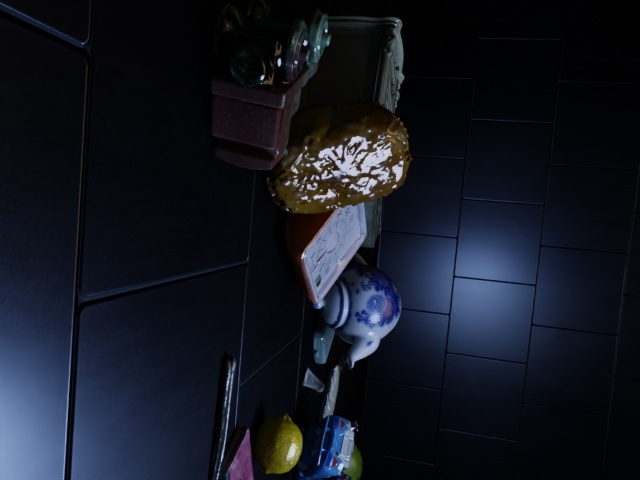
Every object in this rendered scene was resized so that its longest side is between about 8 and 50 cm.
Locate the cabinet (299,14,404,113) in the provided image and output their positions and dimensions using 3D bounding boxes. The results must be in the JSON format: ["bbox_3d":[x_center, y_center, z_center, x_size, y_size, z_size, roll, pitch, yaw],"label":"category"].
[{"bbox_3d":[0.083,-0.349,1.335,0.290,0.227,0.318,54,43,-73],"label":"cabinet"}]

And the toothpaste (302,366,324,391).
[{"bbox_3d":[-0.025,0.450,1.662,0.205,0.036,0.056,62,37,-62],"label":"toothpaste"}]

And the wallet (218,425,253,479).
[{"bbox_3d":[-0.165,0.497,1.053,0.119,0.025,0.232,-65,158,-58],"label":"wallet"}]

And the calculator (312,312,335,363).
[{"bbox_3d":[0.017,0.300,1.755,0.246,0.045,0.141,-68,159,-53],"label":"calculator"}]

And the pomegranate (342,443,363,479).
[{"bbox_3d":[0.040,0.794,1.829,0.247,0.202,0.202,-20,120,-43],"label":"pomegranate"}]

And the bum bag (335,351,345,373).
[{"bbox_3d":[0.083,0.516,2.187,0.124,0.034,0.058,-40,125,-74],"label":"bum bag"}]

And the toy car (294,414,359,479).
[{"bbox_3d":[-0.006,0.634,1.559,0.314,0.165,0.198,-52,-164,52],"label":"toy car"}]

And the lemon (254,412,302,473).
[{"bbox_3d":[-0.093,0.453,1.165,0.109,0.109,0.133,65,39,-67],"label":"lemon"}]

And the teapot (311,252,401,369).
[{"bbox_3d":[0.098,0.197,1.640,0.252,0.279,0.424,125,-37,-48],"label":"teapot"}]

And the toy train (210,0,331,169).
[{"bbox_3d":[-0.080,-0.267,0.856,0.304,0.150,0.222,-67,170,-58],"label":"toy train"}]

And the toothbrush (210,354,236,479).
[{"bbox_3d":[-0.175,0.354,0.933,0.030,0.030,0.298,169,-74,-76],"label":"toothbrush"}]

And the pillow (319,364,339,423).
[{"bbox_3d":[0.034,0.590,1.957,0.128,0.050,0.229,91,12,-56],"label":"pillow"}]

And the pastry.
[{"bbox_3d":[0.028,-0.178,1.089,0.255,0.310,0.162,94,-20,-49],"label":"pastry"}]

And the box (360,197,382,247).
[{"bbox_3d":[0.139,-0.109,1.875,0.149,0.155,0.232,-56,151,-65],"label":"box"}]

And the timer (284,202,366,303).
[{"bbox_3d":[0.000,0.000,1.294,0.257,0.161,0.250,77,30,-57],"label":"timer"}]
